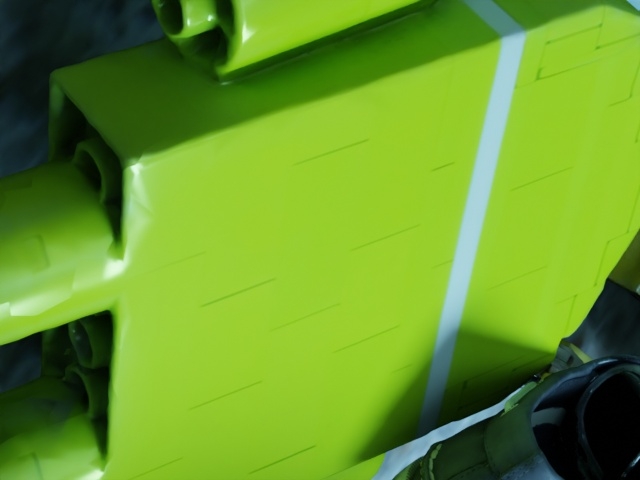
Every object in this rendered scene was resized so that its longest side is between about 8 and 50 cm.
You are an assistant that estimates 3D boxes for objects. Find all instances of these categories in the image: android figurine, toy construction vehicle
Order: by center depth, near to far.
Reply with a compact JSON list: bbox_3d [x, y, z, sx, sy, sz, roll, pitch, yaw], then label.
[{"bbox_3d":[0.000,0.000,0.594,0.273,0.056,0.248,-23,141,-28],"label":"android figurine"},{"bbox_3d":[0.108,0.024,0.766,0.098,0.035,0.086,40,77,-41],"label":"toy construction vehicle"}]

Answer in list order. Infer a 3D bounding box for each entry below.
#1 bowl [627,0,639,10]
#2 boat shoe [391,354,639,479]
[{"bbox_3d":[0.185,-0.153,0.671,0.156,0.289,0.289,-85,152,-48],"label":"bowl"},{"bbox_3d":[0.107,0.074,0.685,0.206,0.075,0.065,-8,150,-50],"label":"boat shoe"}]
